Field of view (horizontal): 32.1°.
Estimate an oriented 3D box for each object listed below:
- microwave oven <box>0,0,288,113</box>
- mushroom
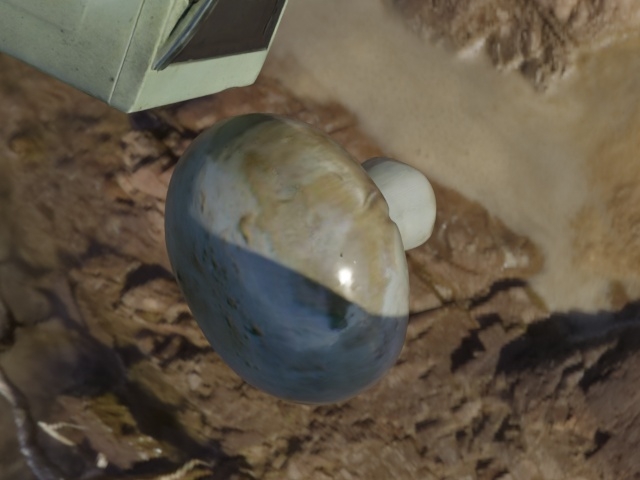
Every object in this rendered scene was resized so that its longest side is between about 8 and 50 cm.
[{"bbox_3d":[-0.141,-0.339,0.824,0.333,0.247,0.394,27,111,8],"label":"microwave oven"},{"bbox_3d":[0.000,0.000,0.901,0.243,0.243,0.243,-3,69,9],"label":"mushroom"}]
